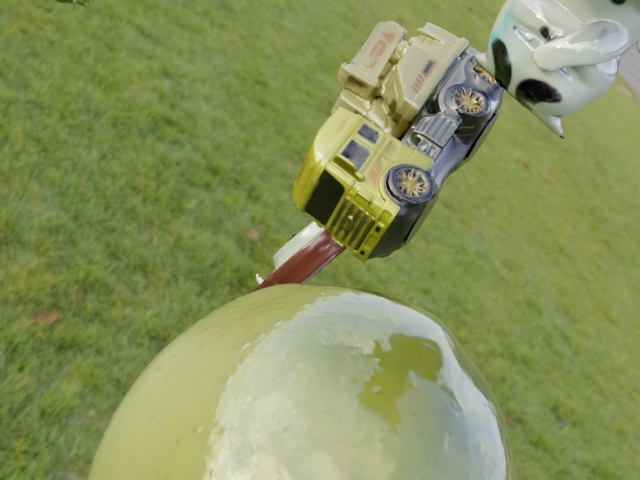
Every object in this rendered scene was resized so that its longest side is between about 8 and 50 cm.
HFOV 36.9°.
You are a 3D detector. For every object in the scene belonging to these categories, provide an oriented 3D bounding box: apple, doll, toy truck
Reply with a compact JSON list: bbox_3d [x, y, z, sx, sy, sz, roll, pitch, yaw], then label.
[{"bbox_3d":[-0.002,0.212,0.767,0.357,0.357,0.357,34,26,-19],"label":"apple"},{"bbox_3d":[0.199,-0.171,0.717,0.110,0.180,0.107,47,26,14],"label":"doll"},{"bbox_3d":[0.117,-0.173,1.501,0.254,0.180,0.405,32,58,5],"label":"toy truck"}]

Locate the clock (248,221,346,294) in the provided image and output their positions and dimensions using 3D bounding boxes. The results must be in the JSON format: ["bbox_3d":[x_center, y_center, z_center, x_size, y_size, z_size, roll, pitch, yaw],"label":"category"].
[{"bbox_3d":[0.000,0.000,1.680,0.080,0.318,0.318,50,24,3],"label":"clock"}]

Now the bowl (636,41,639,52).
[{"bbox_3d":[0.393,-0.276,0.942,0.287,0.144,0.287,25,54,-39],"label":"bowl"}]

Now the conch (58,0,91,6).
[{"bbox_3d":[-0.265,-0.292,0.990,0.121,0.089,0.074,20,21,7],"label":"conch"}]
